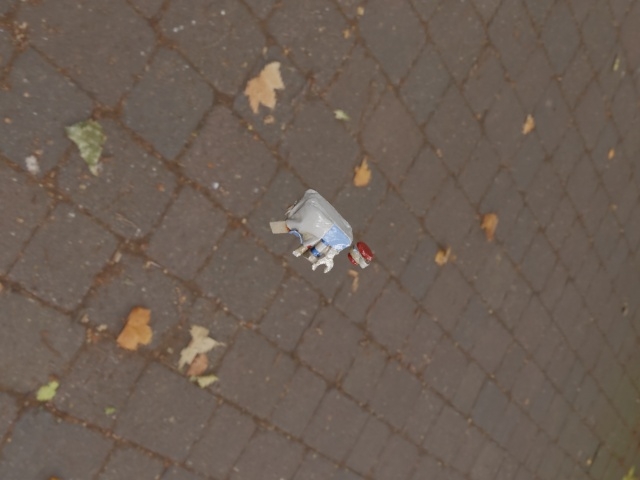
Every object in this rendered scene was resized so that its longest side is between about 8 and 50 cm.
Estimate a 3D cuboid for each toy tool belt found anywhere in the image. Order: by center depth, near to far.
[{"bbox_3d":[0.000,0.000,0.720,0.051,0.052,0.083,-37,112,21],"label":"toy tool belt"}]
